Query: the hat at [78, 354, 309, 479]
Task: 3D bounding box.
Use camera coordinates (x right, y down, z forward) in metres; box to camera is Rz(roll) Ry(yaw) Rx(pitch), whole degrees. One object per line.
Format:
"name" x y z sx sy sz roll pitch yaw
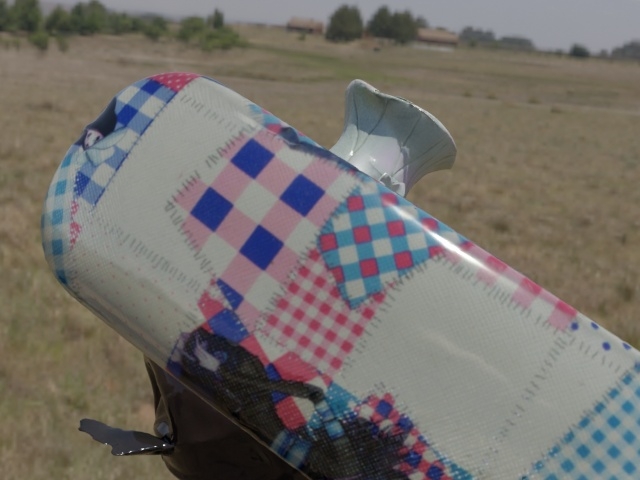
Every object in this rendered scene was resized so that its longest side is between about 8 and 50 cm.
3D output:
"hat" -0.077 0.205 1.027 0.336 0.209 0.238 50 9 -2

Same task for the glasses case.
"glasses case" 0.015 0.041 0.472 0.327 0.125 0.076 34 1 15

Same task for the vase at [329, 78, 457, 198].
"vase" 0.000 0.000 1.420 0.250 0.445 0.250 33 -12 8
